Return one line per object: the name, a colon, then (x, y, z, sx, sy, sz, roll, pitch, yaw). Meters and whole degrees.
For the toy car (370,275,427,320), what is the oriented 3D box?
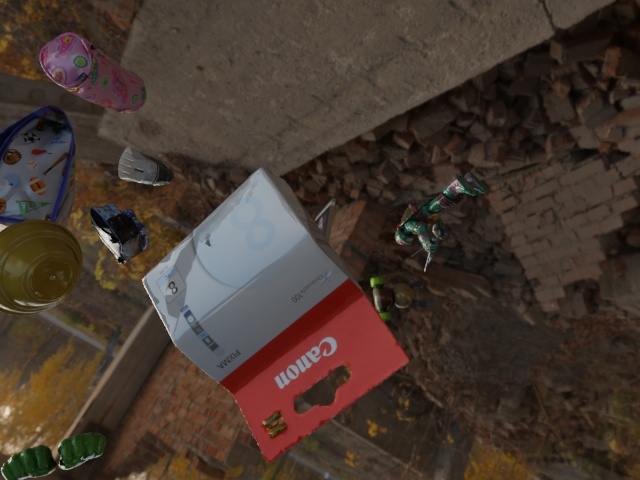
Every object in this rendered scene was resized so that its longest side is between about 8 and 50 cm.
toy car: (0.284, 0.200, 1.684, 0.188, 0.155, 0.149, -9, 171, 4)

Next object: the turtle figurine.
turtle figurine: (0.230, -0.039, 0.967, 0.118, 0.175, 0.234, 42, 123, 3)

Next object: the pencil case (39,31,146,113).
pencil case: (-0.518, -0.384, 1.100, 0.124, 0.124, 0.284, 27, -177, 2)

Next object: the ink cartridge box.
ink cartridge box: (-0.093, 0.123, 0.768, 0.385, 0.308, 0.091, 55, -166, 21)

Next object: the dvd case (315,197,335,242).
dvd case: (0.000, 0.000, 1.417, 0.018, 0.221, 0.164, 13, 161, -13)

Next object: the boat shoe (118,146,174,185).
boat shoe: (-0.635, -0.251, 1.692, 0.119, 0.121, 0.335, 16, -171, -43)

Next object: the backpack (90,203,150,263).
backpack: (-0.629, -0.039, 1.450, 0.173, 0.117, 0.158, 44, 148, 16)

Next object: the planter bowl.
planter bowl: (-0.592, 0.070, 0.997, 0.090, 0.217, 0.217, 17, 153, 32)

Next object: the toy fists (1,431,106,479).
toy fists: (-0.805, 0.660, 1.424, 0.279, 0.096, 0.142, -7, 153, -25)

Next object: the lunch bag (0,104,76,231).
lunch bag: (-0.891, -0.194, 1.466, 0.238, 0.386, 0.328, 18, 161, -24)
